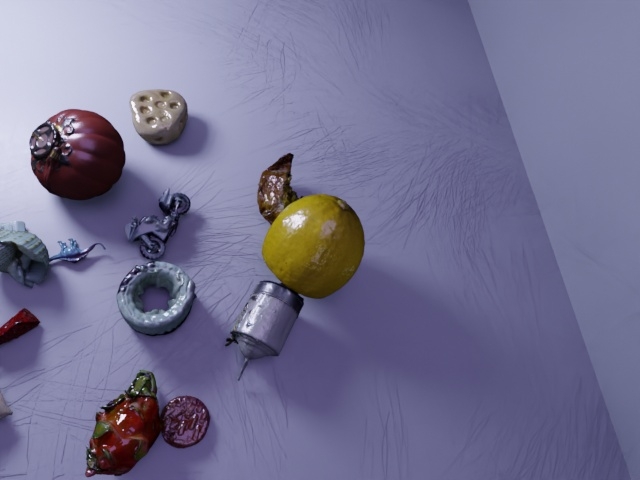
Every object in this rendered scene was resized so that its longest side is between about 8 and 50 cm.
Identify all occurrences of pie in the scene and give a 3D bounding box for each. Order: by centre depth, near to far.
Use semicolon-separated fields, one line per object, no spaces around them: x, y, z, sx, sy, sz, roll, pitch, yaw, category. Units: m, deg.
-0.414;0.552;1.233;0.155;0.036;0.154;7;64;-15;pie

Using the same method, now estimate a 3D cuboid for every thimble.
-0.518;0.184;1.296;0.238;0.150;0.237;8;64;-17;thimble

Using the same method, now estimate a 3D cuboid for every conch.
-0.917;0.039;1.230;0.173;0.199;0.131;-21;42;1;conch

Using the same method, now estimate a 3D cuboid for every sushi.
-0.155;-0.184;1.591;0.180;0.166;0.296;1;57;3;sushi

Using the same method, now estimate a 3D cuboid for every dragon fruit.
-0.545;0.501;1.120;0.200;0.199;0.268;26;52;-58;dragon fruit
-0.912;0.256;1.176;0.131;0.097;0.063;-39;80;-9;dragon fruit

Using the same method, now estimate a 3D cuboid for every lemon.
0.000;0.000;1.413;0.365;0.364;0.363;7;65;-16;lemon

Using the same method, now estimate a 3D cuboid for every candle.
-0.196;0.301;1.341;0.188;0.187;0.329;29;62;-5;candle

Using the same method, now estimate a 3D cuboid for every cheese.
-0.632;-0.487;1.574;0.218;0.117;0.235;37;62;1;cheese

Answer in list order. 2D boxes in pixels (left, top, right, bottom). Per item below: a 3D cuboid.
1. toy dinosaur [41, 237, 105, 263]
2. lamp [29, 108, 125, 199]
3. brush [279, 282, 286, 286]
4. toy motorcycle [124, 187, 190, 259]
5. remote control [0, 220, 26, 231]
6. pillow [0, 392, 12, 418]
-0.812;0.035;1.321;0.198;0.045;0.080;-14;79;-16;toy dinosaur
-0.801;-0.283;1.338;0.304;0.257;0.302;-3;79;18;lamp
-0.161;0.166;1.508;0.084;0.008;0.023;8;68;-16;brush
-0.576;-0.068;1.416;0.159;0.106;0.270;26;65;-14;toy motorcycle
-1.028;-0.019;1.277;0.162;0.029;0.061;-12;69;-18;remote control
-0.979;0.403;1.084;0.173;0.067;0.270;-32;79;-23;pillow
